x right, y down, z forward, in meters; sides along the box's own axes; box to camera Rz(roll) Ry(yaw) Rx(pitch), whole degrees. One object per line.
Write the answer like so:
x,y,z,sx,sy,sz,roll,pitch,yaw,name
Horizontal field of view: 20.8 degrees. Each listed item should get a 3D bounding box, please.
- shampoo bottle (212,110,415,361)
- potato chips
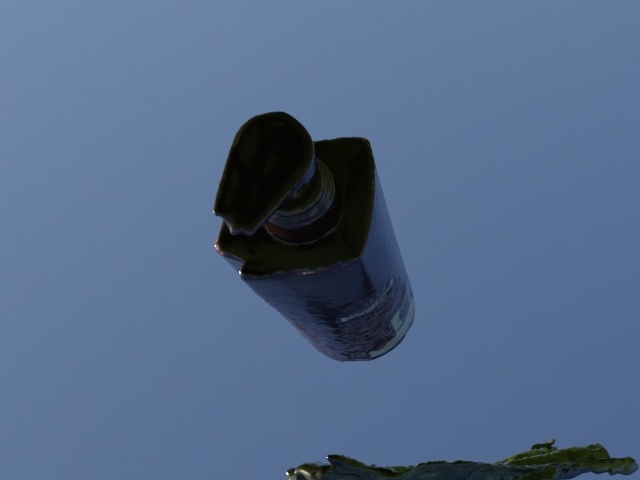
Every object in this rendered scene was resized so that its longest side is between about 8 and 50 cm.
-0.002,0.001,0.768,0.067,0.236,0.068,4,-107,11,shampoo bottle
0.073,0.126,0.957,0.207,0.028,0.092,1,166,-31,potato chips
